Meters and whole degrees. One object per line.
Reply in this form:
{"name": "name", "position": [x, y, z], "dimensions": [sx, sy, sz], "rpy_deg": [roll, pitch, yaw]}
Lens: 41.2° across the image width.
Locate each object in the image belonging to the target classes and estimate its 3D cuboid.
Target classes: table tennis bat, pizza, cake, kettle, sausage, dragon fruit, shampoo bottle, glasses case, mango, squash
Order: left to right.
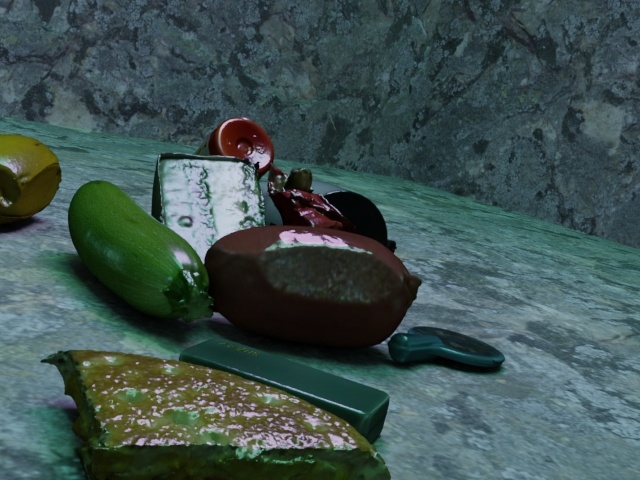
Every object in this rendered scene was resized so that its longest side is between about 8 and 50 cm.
{"name": "mango", "position": [-0.490, -0.089, 1.263], "dimensions": [0.167, 0.130, 0.262], "rpy_deg": [7, 14, 0]}
{"name": "squash", "position": [-0.231, 0.013, 1.040], "dimensions": [0.107, 0.107, 0.395], "rpy_deg": [6, 14, -34]}
{"name": "pizza", "position": [-0.097, 0.141, 0.606], "dimensions": [0.292, 0.058, 0.197], "rpy_deg": [13, 10, 18]}
{"name": "shampoo bottle", "position": [-0.184, -0.091, 1.404], "dimensions": [0.104, 0.104, 0.278], "rpy_deg": [6, -27, -32]}
{"name": "cake", "position": [-0.156, 0.034, 1.199], "dimensions": [0.157, 0.172, 0.284], "rpy_deg": [3, 45, -17]}
{"name": "glasses case", "position": [-0.035, 0.136, 0.763], "dimensions": [0.184, 0.040, 0.078], "rpy_deg": [15, 10, 18]}
{"name": "dragon fruit", "position": [-0.017, -0.025, 1.155], "dimensions": [0.092, 0.123, 0.192], "rpy_deg": [-6, 43, -27]}
{"name": "sausage", "position": [-0.008, 0.054, 0.991], "dimensions": [0.254, 0.148, 0.148], "rpy_deg": [6, 11, -14]}
{"name": "kettle", "position": [0.000, 0.000, 1.347], "dimensions": [0.221, 0.161, 0.236], "rpy_deg": [39, -6, -27]}
{"name": "table tennis bat", "position": [0.149, 0.133, 1.057], "dimensions": [0.124, 0.033, 0.201], "rpy_deg": [19, 7, 39]}

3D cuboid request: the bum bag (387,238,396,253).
{"name": "bum bag", "position": [0.082, 0.021, 1.553], "dimensions": [0.106, 0.060, 0.232], "rpy_deg": [5, 6, 9]}
